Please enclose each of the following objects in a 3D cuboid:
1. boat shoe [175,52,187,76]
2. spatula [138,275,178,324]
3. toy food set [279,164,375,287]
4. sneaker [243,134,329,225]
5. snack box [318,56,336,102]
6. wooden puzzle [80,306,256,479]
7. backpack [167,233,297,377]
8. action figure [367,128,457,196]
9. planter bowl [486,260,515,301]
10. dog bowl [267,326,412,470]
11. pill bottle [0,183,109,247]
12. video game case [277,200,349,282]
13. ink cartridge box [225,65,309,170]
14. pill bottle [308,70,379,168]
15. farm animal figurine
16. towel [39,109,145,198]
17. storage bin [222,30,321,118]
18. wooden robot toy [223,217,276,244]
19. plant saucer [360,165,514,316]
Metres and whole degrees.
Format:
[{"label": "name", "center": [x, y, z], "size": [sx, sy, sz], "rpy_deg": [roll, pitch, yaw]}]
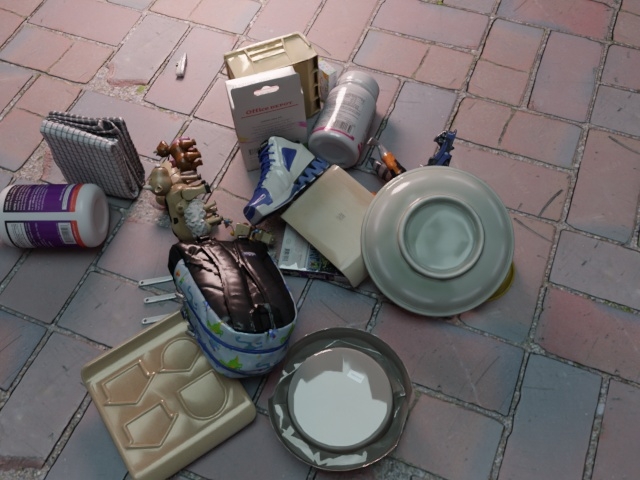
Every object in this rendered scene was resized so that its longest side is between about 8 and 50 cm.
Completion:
[{"label": "boat shoe", "center": [-0.480, -0.605, 2.259], "size": [0.035, 0.035, 0.100], "rpy_deg": [3, 65, 1]}, {"label": "spatula", "center": [-0.376, 0.149, 1.803], "size": [0.242, 0.019, 0.168], "rpy_deg": [-11, 60, -4]}, {"label": "toy food set", "center": [0.060, -0.045, 1.824], "size": [0.220, 0.092, 0.306], "rpy_deg": [-44, 67, -11]}, {"label": "sneaker", "center": [-0.135, -0.192, 1.893], "size": [0.182, 0.127, 0.315], "rpy_deg": [48, 56, -4]}, {"label": "snack box", "center": [0.009, -0.512, 2.115], "size": [0.037, 0.141, 0.100], "rpy_deg": [-38, 64, -19]}, {"label": "wooden puzzle", "center": [-0.375, 0.384, 1.632], "size": [0.322, 0.080, 0.348], "rpy_deg": [-31, 67, -15]}, {"label": "backpack", "center": [-0.201, 0.165, 1.630], "size": [0.290, 0.273, 0.355], "rpy_deg": [0, 22, -34]}, {"label": "action figure", "center": [0.276, -0.180, 1.861], "size": [0.330, 0.341, 0.178], "rpy_deg": [28, 20, 10]}, {"label": "planter bowl", "center": [0.425, 0.053, 1.781], "size": [0.217, 0.090, 0.217], "rpy_deg": [-1, 59, 2]}, {"label": "dog bowl", "center": [0.048, 0.388, 1.589], "size": [0.349, 0.102, 0.348], "rpy_deg": [-1, 59, 2]}, {"label": "pill bottle", "center": [-0.780, -0.070, 1.861], "size": [0.323, 0.181, 0.181], "rpy_deg": [0, 59, 3]}, {"label": "video game case", "center": [0.000, 0.000, 1.861], "size": [0.210, 0.042, 0.232], "rpy_deg": [6, 59, 5]}, {"label": "ink cartridge box", "center": [-0.154, -0.374, 1.915], "size": [0.207, 0.353, 0.119], "rpy_deg": [-15, 59, -6]}, {"label": "pill bottle", "center": [0.080, -0.374, 2.017], "size": [0.160, 0.160, 0.283], "rpy_deg": [15, 60, 12]}, {"label": "farm animal figurine", "center": [-0.406, -0.138, 1.869], "size": [0.172, 0.330, 0.326], "rpy_deg": [-20, 88, -12]}, {"label": "towel", "center": [-0.654, -0.253, 1.908], "size": [0.235, 0.283, 0.121], "rpy_deg": [14, 59, 10]}, {"label": "storage bin", "center": [-0.140, -0.479, 2.032], "size": [0.260, 0.262, 0.123], "rpy_deg": [-20, 61, -9]}, {"label": "wooden robot toy", "center": [-0.213, -0.007, 1.878], "size": [0.173, 0.076, 0.079], "rpy_deg": [18, 97, 13]}, {"label": "plant saucer", "center": [0.303, -0.005, 1.684], "size": [0.401, 0.100, 0.400], "rpy_deg": [0, 82, 3]}]
